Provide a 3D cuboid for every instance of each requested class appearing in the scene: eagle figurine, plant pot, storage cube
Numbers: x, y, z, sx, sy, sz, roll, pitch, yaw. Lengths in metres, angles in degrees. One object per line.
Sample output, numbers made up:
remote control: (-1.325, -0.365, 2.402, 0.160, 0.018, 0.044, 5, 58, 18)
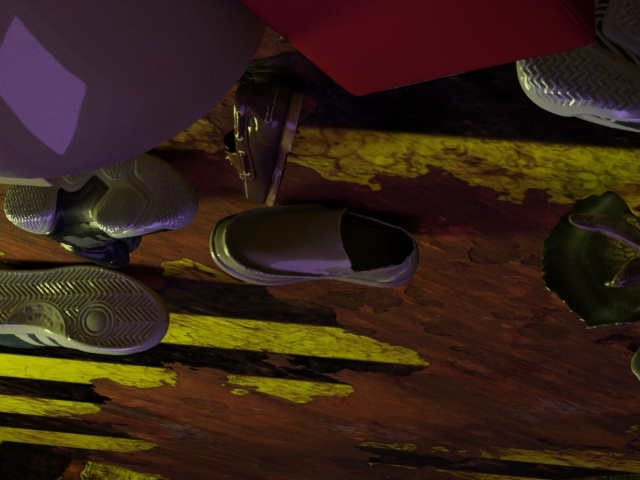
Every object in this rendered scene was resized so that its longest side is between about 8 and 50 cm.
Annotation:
eagle figurine: (0.363, 0.026, 1.235, 0.225, 0.226, 0.298, -38, 175, 2)
plant pot: (-0.189, -0.210, 0.791, 0.284, 0.284, 0.191, 2, 146, 12)
storage cube: (0.057, -0.226, 0.767, 0.215, 0.183, 0.193, -8, 155, 33)

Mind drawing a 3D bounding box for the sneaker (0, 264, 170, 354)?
sneaker: (-0.384, 0.109, 1.851, 0.350, 0.131, 0.148, 7, 166, 14)

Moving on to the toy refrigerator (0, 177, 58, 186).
toy refrigerator: (-0.366, -0.153, 1.209, 0.102, 0.094, 0.269, 4, 159, 26)

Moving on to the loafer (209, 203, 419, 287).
loafer: (0.000, 0.000, 1.486, 0.269, 0.102, 0.092, 2, 159, -15)

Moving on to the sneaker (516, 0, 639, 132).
sneaker: (0.343, -0.107, 1.042, 0.366, 0.137, 0.210, 2, 156, 2)

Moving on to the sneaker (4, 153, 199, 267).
sneaker: (-0.238, -0.033, 1.468, 0.269, 0.101, 0.153, 2, 160, 28)

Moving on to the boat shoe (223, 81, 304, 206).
boat shoe: (-0.065, -0.103, 1.275, 0.073, 0.073, 0.207, 10, 151, -4)
